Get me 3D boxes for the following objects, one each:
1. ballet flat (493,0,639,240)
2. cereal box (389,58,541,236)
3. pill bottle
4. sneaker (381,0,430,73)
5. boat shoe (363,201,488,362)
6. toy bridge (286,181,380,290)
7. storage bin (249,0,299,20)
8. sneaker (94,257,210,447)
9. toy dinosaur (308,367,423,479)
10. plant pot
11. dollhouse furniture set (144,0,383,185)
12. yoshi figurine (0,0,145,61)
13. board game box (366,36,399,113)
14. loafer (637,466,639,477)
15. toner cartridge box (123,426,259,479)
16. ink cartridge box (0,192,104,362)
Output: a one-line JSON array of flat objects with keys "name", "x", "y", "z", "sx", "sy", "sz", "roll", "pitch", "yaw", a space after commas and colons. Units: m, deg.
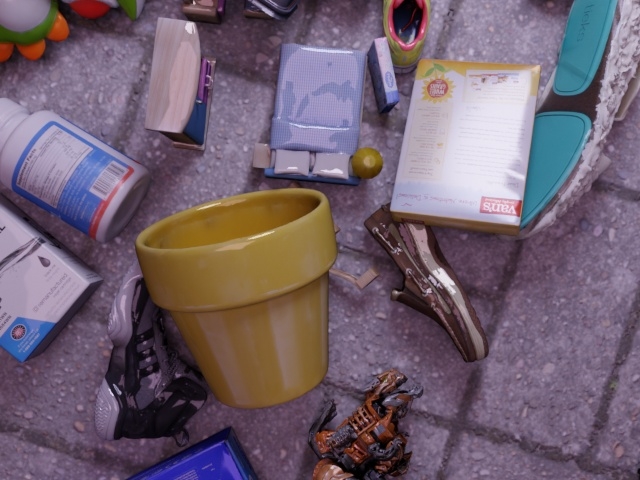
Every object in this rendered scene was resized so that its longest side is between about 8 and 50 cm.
[{"name": "ballet flat", "x": 0.374, "y": -0.172, "z": 1.038, "sx": 0.147, "sy": 0.147, "sz": 0.408, "roll": 23, "pitch": 91, "yaw": -1}, {"name": "cereal box", "x": 0.201, "y": -0.132, "z": 1.015, "sx": 0.173, "sy": 0.047, "sz": 0.240, "roll": 8, "pitch": 73, "yaw": 16}, {"name": "pill bottle", "x": -0.359, "y": -0.102, "z": 1.020, "sx": 0.221, "sy": 0.124, "sz": 0.124, "roll": 31, "pitch": 90, "yaw": -1}, {"name": "sneaker", "x": 0.125, "y": -0.348, "z": 1.042, "sx": 0.082, "sy": 0.094, "sz": 0.208, "roll": -1, "pitch": 89, "yaw": 0}, {"name": "boat shoe", "x": 0.144, "y": 0.065, "z": 1.054, "sx": 0.095, "sy": 0.095, "sz": 0.257, "roll": -27, "pitch": 79, "yaw": 2}, {"name": "toy bridge", "x": 0.000, "y": 0.000, "z": 1.069, "sx": 0.063, "sy": 0.026, "sz": 0.188, "roll": -44, "pitch": 83, "yaw": 19}, {"name": "storage bin", "x": -0.074, "y": -0.366, "z": 0.957, "sx": 0.135, "sy": 0.098, "sz": 0.091, "roll": 33, "pitch": 129, "yaw": -6}, {"name": "sneaker", "x": -0.220, "y": 0.160, "z": 1.041, "sx": 0.153, "sy": 0.101, "sz": 0.268, "roll": 12, "pitch": 96, "yaw": -2}, {"name": "toy dinosaur", "x": 0.065, "y": 0.349, "z": 1.048, "sx": 0.218, "sy": 0.164, "sz": 0.322, "roll": 29, "pitch": 109, "yaw": 13}, {"name": "plant pot", "x": -0.090, "y": 0.078, "z": 0.982, "sx": 0.254, "sy": 0.254, "sz": 0.239, "roll": -13, "pitch": 107, "yaw": -1}, {"name": "dollhouse furniture set", "x": -0.050, "y": -0.231, "z": 0.988, "sx": 0.303, "sy": 0.198, "sz": 0.286, "roll": 7, "pitch": 91, "yaw": -2}, {"name": "yoshi figurine", "x": -0.371, "y": -0.397, "z": 0.991, "sx": 0.362, "sy": 0.203, "sz": 0.203, "roll": -28, "pitch": 73, "yaw": 0}, {"name": "board game box", "x": 0.087, "y": -0.231, "z": 1.044, "sx": 0.020, "sy": 0.090, "sz": 0.090, "roll": -13, "pitch": 92, "yaw": -3}, {"name": "loafer", "x": 0.512, "y": 0.350, "z": 1.059, "sx": 0.087, "sy": 0.094, "sz": 0.251, "roll": 37, "pitch": 90, "yaw": -6}, {"name": "toner cartridge box", "x": -0.248, "y": 0.422, "z": 1.053, "sx": 0.348, "sy": 0.075, "sz": 0.165, "roll": -26, "pitch": 92, "yaw": 0}, {"name": "ink cartridge box", "x": -0.437, "y": 0.048, "z": 1.038, "sx": 0.203, "sy": 0.086, "sz": 0.148, "roll": 40, "pitch": 90, "yaw": -2}]
